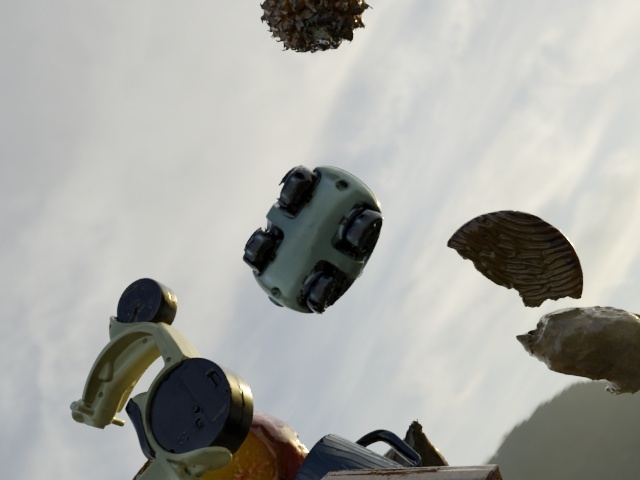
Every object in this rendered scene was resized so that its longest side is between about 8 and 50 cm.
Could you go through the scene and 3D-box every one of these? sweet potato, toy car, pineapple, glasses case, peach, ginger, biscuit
[{"bbox_3d":[0.154,0.437,1.766,0.158,0.158,0.369,-42,-42,-27],"label":"sweet potato"},{"bbox_3d":[0.000,0.000,1.854,0.255,0.188,0.190,-61,-15,9],"label":"toy car"},{"bbox_3d":[-0.001,-0.343,1.687,0.176,0.137,0.161,-8,-42,-5],"label":"pineapple"},{"bbox_3d":[0.098,0.289,1.185,0.049,0.218,0.075,-30,-75,-52],"label":"glasses case"},{"bbox_3d":[-0.184,0.445,1.949,0.338,0.281,0.281,-13,-41,-25],"label":"peach"},{"bbox_3d":[0.466,0.178,1.828,0.138,0.267,0.152,-68,-1,-75],"label":"ginger"},{"bbox_3d":[0.327,0.033,1.848,0.031,0.228,0.176,-47,-44,-68],"label":"biscuit"}]

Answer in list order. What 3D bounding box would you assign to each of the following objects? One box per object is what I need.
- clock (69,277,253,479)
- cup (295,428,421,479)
[{"bbox_3d":[-0.279,0.257,1.827,0.276,0.379,0.120,-50,-41,3],"label":"clock"},{"bbox_3d":[0.057,0.310,1.353,0.150,0.138,0.113,-12,-60,-58],"label":"cup"}]
